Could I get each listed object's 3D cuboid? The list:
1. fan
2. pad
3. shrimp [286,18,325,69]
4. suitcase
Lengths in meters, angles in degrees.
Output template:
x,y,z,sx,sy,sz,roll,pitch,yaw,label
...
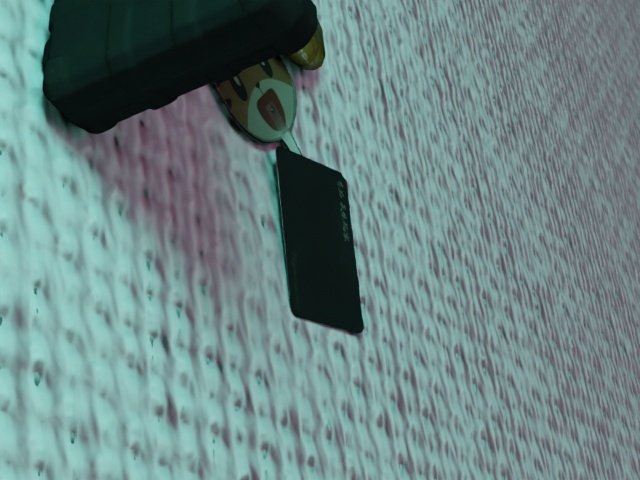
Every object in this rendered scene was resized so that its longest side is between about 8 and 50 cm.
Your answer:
x,y,z,sx,sy,sz,roll,pitch,yaw,label
-0.044,-0.116,1.162,0.227,0.008,0.152,60,28,-14,fan
0.000,0.000,1.148,0.112,0.003,0.157,19,59,-53,pad
-0.051,-0.259,1.209,0.150,0.051,0.217,-89,154,-49,shrimp
-0.103,-0.229,0.933,0.066,0.206,0.286,40,39,-48,suitcase
